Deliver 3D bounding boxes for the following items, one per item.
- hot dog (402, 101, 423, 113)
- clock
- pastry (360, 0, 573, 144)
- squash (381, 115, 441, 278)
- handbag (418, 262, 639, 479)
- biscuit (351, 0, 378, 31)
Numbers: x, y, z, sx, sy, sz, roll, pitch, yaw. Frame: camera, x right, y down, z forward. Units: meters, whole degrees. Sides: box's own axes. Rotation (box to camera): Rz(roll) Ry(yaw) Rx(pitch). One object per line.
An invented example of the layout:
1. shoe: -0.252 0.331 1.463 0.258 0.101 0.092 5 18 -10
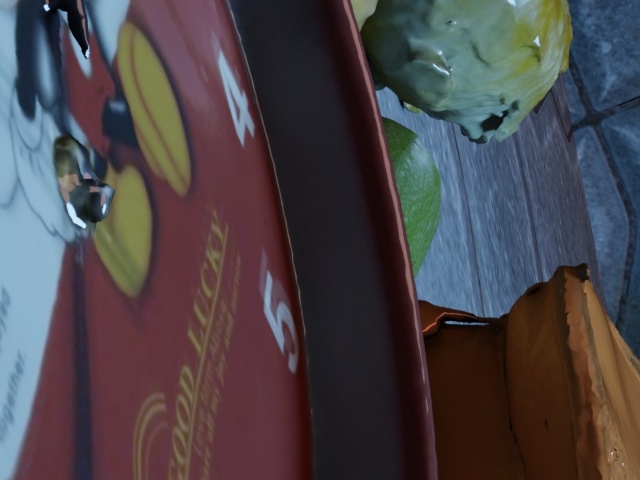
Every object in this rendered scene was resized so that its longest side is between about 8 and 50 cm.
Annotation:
1. hot dog: 0.054 -0.112 1.109 0.090 0.030 0.034 64 18 -54
2. clock: -0.054 -0.009 0.373 0.318 0.080 0.318 -12 90 -74
3. pastry: 0.043 -0.179 0.887 0.236 0.121 0.257 64 17 -55
4. squash: 0.000 0.000 0.647 0.239 0.069 0.069 -56 134 -72
5. handbag: 0.131 0.237 0.849 0.303 0.116 0.410 51 30 -49
6. biscuit: -0.017 -0.109 0.668 0.118 0.061 0.183 -59 165 0
